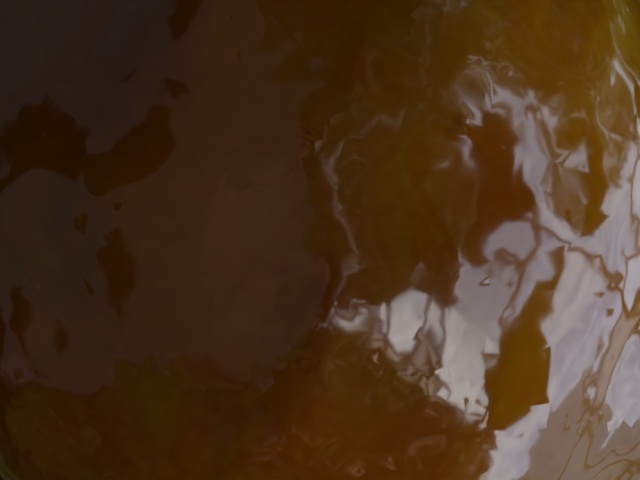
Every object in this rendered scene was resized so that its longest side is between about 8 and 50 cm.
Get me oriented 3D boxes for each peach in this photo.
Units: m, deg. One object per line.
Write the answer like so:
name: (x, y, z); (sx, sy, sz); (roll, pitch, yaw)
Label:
peach: (0.000, 0.000, 0.741); (0.343, 0.343, 0.301); (-74, -175, -74)
